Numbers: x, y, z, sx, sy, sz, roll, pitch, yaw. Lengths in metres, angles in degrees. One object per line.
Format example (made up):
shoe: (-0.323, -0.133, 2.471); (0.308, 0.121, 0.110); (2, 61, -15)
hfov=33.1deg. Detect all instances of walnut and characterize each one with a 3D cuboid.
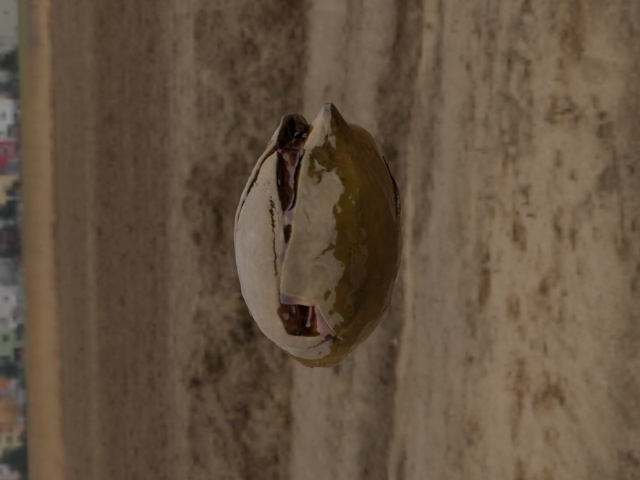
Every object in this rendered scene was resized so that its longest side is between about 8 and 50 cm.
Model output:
walnut: (0.000, 0.000, 0.869); (0.137, 0.137, 0.245); (-120, 30, -59)
